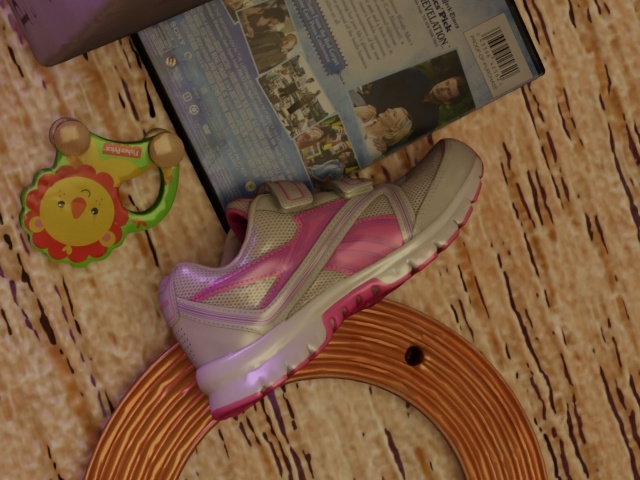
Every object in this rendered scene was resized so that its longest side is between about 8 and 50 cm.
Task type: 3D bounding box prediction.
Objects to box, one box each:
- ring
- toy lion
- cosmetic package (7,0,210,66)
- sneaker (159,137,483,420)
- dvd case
[{"bbox_3d":[-0.002,0.201,1.281,0.337,0.032,0.336,0,92,-16],"label":"ring"},{"bbox_3d":[-0.144,-0.029,1.230,0.100,0.034,0.096,6,98,-17],"label":"toy lion"},{"bbox_3d":[-0.053,-0.321,1.042,0.327,0.394,0.329,-26,95,-14],"label":"cosmetic package"},{"bbox_3d":[0.000,0.000,1.214,0.252,0.103,0.111,-38,88,-25],"label":"sneaker"},{"bbox_3d":[0.009,-0.139,1.274,0.253,0.022,0.180,-28,99,-13],"label":"dvd case"}]
